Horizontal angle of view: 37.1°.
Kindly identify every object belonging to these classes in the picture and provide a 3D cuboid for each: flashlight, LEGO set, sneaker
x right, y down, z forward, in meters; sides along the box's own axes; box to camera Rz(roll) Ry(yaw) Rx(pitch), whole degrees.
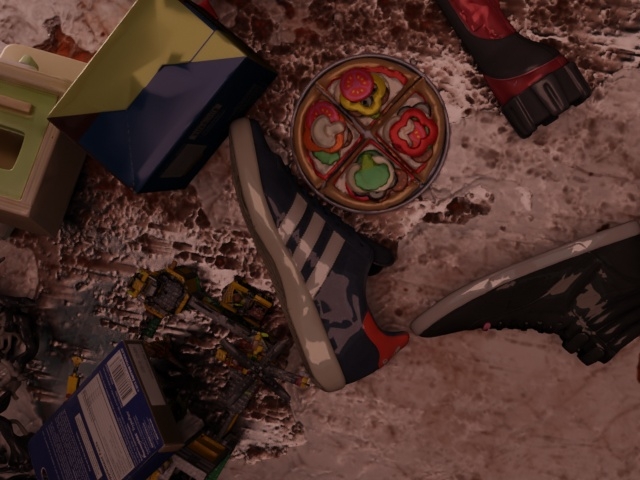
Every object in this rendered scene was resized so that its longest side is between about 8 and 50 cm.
[{"bbox_3d":[0.197,-0.271,1.128,0.103,0.103,0.304,-32,88,9],"label":"flashlight"},{"bbox_3d":[-0.191,0.193,1.151,0.255,0.192,0.331,39,96,5],"label":"LEGO set"},{"bbox_3d":[0.000,0.000,1.165,0.148,0.131,0.350,-22,87,-8],"label":"sneaker"},{"bbox_3d":[0.261,0.094,1.127,0.296,0.104,0.147,-22,83,4],"label":"sneaker"}]

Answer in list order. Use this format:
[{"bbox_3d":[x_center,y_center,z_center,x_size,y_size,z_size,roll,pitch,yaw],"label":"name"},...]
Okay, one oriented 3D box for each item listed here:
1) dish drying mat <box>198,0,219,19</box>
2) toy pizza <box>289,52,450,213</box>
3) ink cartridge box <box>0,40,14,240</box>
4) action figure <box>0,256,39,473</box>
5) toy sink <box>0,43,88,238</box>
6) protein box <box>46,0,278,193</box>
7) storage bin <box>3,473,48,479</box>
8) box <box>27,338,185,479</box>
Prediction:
[{"bbox_3d":[-0.172,-0.275,1.229,0.083,0.008,0.032,-31,88,8],"label":"dish drying mat"},{"bbox_3d":[0.060,-0.133,1.187,0.201,0.032,0.201,0,92,8],"label":"toy pizza"},{"bbox_3d":[-0.435,-0.140,1.260,0.181,0.056,0.224,30,77,6],"label":"ink cartridge box"},{"bbox_3d":[-0.433,0.164,1.215,0.164,0.141,0.275,-7,92,20],"label":"action figure"},{"bbox_3d":[-0.371,-0.143,1.167,0.153,0.131,0.234,17,77,4],"label":"toy sink"},{"bbox_3d":[-0.177,-0.174,1.131,0.136,0.201,0.200,41,98,2],"label":"protein box"},{"bbox_3d":[-0.369,0.360,1.185,0.122,0.180,0.084,6,93,12],"label":"storage bin"},{"bbox_3d":[-0.252,0.231,1.090,0.225,0.036,0.136,-43,60,28],"label":"box"}]
